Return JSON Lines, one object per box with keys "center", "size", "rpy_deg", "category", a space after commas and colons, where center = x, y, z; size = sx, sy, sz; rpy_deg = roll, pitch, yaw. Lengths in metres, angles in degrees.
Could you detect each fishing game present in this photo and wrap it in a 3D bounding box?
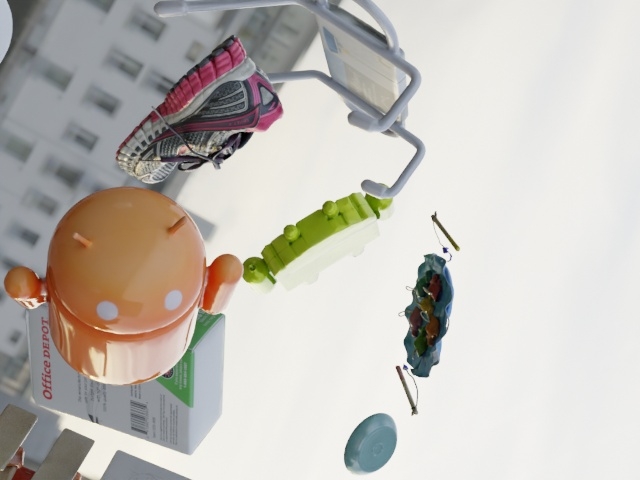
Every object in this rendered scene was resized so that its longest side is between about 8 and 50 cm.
{"center": [0.143, 0.106, 1.926], "size": [0.189, 0.041, 0.264], "rpy_deg": [-110, -150, -63], "category": "fishing game"}

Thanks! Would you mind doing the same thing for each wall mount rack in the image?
{"center": [-0.020, -0.193, 1.590], "size": [0.130, 0.304, 0.350], "rpy_deg": [-52, 164, -12], "category": "wall mount rack"}

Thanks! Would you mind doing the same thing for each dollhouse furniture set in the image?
{"center": [-0.311, 0.337, 1.702], "size": [0.135, 0.259, 0.262], "rpy_deg": [-63, 173, -45], "category": "dollhouse furniture set"}

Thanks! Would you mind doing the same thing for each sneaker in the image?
{"center": [-0.155, -0.130, 1.660], "size": [0.121, 0.112, 0.299], "rpy_deg": [-45, -173, -33], "category": "sneaker"}

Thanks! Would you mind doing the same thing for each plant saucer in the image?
{"center": [0.092, 0.352, 2.317], "size": [0.021, 0.119, 0.119], "rpy_deg": [28, -91, 45], "category": "plant saucer"}

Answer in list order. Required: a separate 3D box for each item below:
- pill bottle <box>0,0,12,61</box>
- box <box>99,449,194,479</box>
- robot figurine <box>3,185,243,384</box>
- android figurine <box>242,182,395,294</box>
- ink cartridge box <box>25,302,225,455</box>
{"center": [-0.378, -0.221, 1.227], "size": [0.221, 0.121, 0.121], "rpy_deg": [31, -87, 38], "category": "pill bottle"}
{"center": [-0.175, 0.332, 1.511], "size": [0.130, 0.170, 0.091], "rpy_deg": [-61, 158, -26], "category": "box"}
{"center": [-0.160, 0.038, 1.099], "size": [0.128, 0.158, 0.219], "rpy_deg": [-56, 174, -28], "category": "robot figurine"}
{"center": [0.000, 0.000, 1.953], "size": [0.248, 0.056, 0.273], "rpy_deg": [-31, 167, 1], "category": "android figurine"}
{"center": [-0.305, 0.186, 2.138], "size": [0.121, 0.289, 0.211], "rpy_deg": [-51, 152, -53], "category": "ink cartridge box"}
